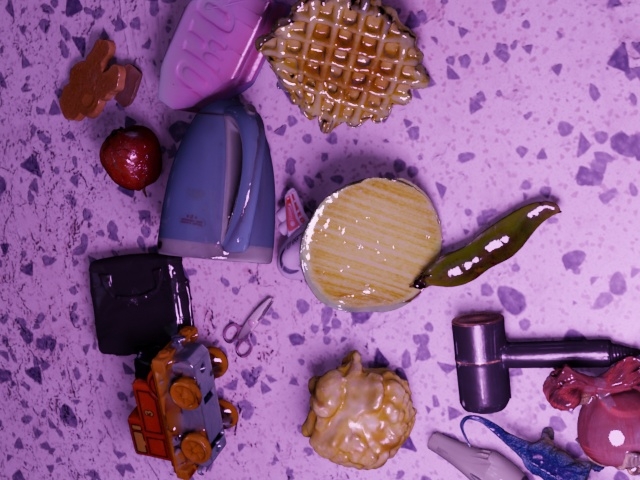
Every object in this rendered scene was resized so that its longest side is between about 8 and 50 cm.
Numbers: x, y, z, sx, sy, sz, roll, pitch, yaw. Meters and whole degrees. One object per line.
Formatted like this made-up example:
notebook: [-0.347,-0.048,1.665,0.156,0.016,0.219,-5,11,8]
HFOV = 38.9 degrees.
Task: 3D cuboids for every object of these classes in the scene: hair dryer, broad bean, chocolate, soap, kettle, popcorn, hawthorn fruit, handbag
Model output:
hair dryer: [0.431,0.237,1.735,0.352,0.107,0.189,-3,99,23]
broad bean: [0.317,0.023,1.763,0.339,0.061,0.077,-33,101,19]
chocolate: [-0.443,-0.361,2.126,0.064,0.031,0.101,35,113,37]
soap: [-0.222,-0.416,1.962,0.193,0.109,0.324,37,114,18]
kettle: [-0.191,-0.127,1.898,0.319,0.247,0.342,7,90,63]
popcorn: [0.079,0.365,1.888,0.256,0.195,0.255,-27,95,29]
hair dryer: [0.300,0.491,1.863,0.219,0.088,0.225,44,130,22]
hawthorn fruit: [-0.429,-0.182,2.092,0.148,0.148,0.172,-17,105,29]
handbag: [-0.426,0.152,2.171,0.275,0.088,0.244,-6,95,30]

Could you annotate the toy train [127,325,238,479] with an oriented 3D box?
toy train: [-0.326,0.379,2.069,0.231,0.163,0.369,3,116,21]

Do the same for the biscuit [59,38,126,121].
biscuit: [-0.548,-0.371,2.171,0.236,0.040,0.144,-36,66,36]

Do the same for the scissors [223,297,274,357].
scissors: [-0.158,0.190,2.070,0.085,0.022,0.176,47,118,15]

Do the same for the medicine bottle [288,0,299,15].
medicine bottle: [0.051,-0.502,1.781,0.143,0.143,0.258,48,124,13]

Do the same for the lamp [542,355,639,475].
lamp: [0.524,0.326,1.658,0.215,0.151,0.223,-12,75,-11]

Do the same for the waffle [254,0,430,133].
waffle: [0.049,-0.355,1.775,0.297,0.073,0.317,-23,130,26]

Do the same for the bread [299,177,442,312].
bread: [0.101,0.009,1.809,0.301,0.045,0.302,-5,111,-12]

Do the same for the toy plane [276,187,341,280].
toy plane: [0.002,0.000,1.906,0.252,0.118,0.252,5,101,30]

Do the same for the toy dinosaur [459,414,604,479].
toy dinosaur: [0.443,0.425,1.730,0.363,0.147,0.076,32,109,28]
